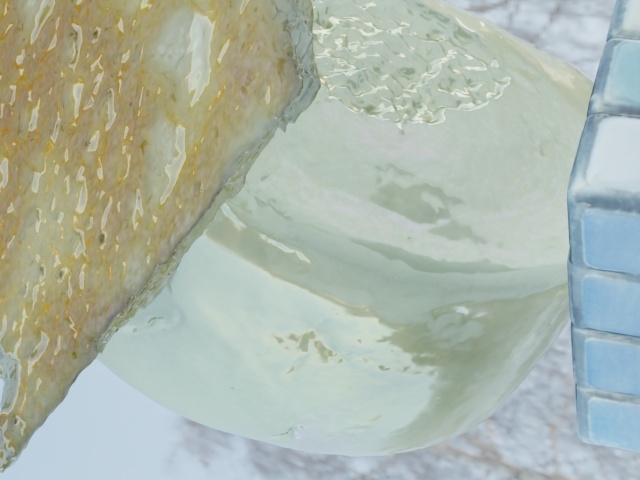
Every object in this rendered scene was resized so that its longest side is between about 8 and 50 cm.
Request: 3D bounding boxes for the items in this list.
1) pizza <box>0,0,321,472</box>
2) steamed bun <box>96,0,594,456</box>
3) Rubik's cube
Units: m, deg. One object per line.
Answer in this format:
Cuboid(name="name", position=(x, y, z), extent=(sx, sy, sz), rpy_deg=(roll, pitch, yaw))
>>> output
Cuboid(name="pizza", position=(-0.096, -0.042, 0.676), extent=(0.034, 0.181, 0.262), rpy_deg=(-22, -52, -73))
Cuboid(name="steamed bun", position=(0.000, 0.000, 1.508), extent=(0.455, 0.371, 0.290), rpy_deg=(17, -133, -10))
Cuboid(name="Rubik's cube", position=(0.295, -0.024, 1.106), extent=(0.259, 0.256, 0.253), rpy_deg=(77, -154, -48))
